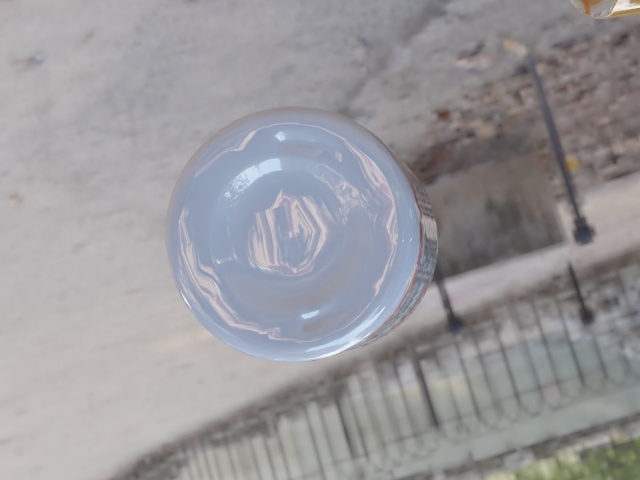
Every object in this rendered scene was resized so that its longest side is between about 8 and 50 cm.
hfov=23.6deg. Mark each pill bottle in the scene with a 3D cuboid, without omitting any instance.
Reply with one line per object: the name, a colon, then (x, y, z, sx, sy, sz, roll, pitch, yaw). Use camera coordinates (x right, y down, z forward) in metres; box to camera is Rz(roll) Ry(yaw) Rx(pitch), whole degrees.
pill bottle: (0.000, 0.000, 0.713, 0.108, 0.108, 0.180, -18, 176, 8)

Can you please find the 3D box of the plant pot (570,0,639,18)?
plant pot: (0.297, -0.278, 1.300, 0.188, 0.205, 0.205, -23, 167, -13)
